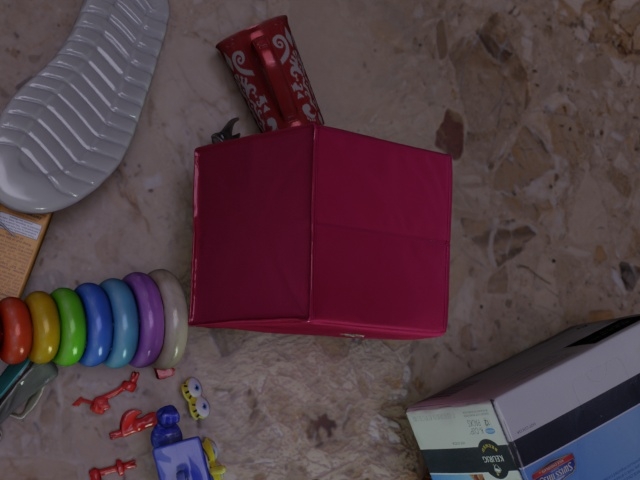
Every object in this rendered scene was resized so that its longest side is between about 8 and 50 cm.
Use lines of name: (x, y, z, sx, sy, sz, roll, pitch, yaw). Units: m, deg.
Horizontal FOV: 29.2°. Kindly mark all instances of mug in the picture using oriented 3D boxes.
mug: (-0.075, -0.225, 1.786, 0.113, 0.150, 0.169, -21, 95, 24)

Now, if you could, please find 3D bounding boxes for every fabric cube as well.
fabric cube: (0.000, 0.000, 1.670, 0.258, 0.254, 0.259, 8, 81, -43)

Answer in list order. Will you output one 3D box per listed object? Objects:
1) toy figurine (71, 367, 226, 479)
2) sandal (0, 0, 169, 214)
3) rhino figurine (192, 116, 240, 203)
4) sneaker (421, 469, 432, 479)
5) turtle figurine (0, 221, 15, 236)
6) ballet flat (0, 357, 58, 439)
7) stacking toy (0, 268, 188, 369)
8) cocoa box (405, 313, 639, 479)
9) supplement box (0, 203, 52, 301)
toy figurine: (-0.206, 0.353, 1.655, 0.191, 0.217, 0.362, -12, 87, -13)
sandal: (-0.332, -0.200, 1.743, 0.169, 0.102, 0.416, 34, 63, -15)
rhino figurine: (-0.126, -0.059, 1.786, 0.106, 0.073, 0.243, 5, 82, -28)
sneaker: (0.204, 0.348, 1.822, 0.084, 0.069, 0.185, 25, 81, -4)
turtle figurine: (-0.522, -0.007, 1.574, 0.234, 0.175, 0.118, 26, 118, -14)
ballet flat: (-0.446, 0.240, 1.693, 0.213, 0.072, 0.068, -46, 125, -10)
stacking toy: (-0.351, 0.112, 1.647, 0.330, 0.141, 0.141, -1, 84, -28)
cocoa box: (0.346, 0.272, 1.741, 0.347, 0.231, 0.228, -21, 90, -30)
supplement box: (-0.436, 0.028, 1.708, 0.080, 0.078, 0.233, 18, 80, -10)
